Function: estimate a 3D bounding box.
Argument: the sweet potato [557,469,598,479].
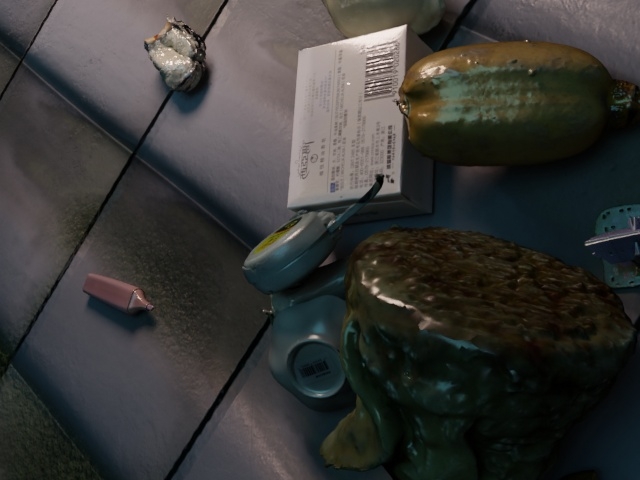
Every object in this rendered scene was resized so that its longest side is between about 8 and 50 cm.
[{"bbox_3d":[0.307,0.328,1.111,0.117,0.049,0.049,-36,58,33],"label":"sweet potato"}]

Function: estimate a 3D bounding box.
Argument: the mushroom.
[{"bbox_3d":[0.030,0.062,1.344,0.278,0.096,0.099,-30,63,20],"label":"mushroom"}]

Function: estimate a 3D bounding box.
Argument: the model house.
[{"bbox_3d":[0.418,-0.010,1.103,0.167,0.088,0.117,-11,71,32],"label":"model house"}]

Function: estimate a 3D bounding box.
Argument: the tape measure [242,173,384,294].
[{"bbox_3d":[0.001,0.000,1.245,0.164,0.084,0.330,-49,15,-28],"label":"tape measure"}]

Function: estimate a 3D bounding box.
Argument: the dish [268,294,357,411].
[{"bbox_3d":[0.001,0.179,1.289,0.191,0.066,0.190,4,105,14],"label":"dish"}]

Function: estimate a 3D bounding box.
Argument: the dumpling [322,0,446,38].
[{"bbox_3d":[0.087,-0.399,1.406,0.250,0.162,0.132,17,48,34],"label":"dumpling"}]

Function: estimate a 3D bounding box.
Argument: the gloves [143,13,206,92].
[{"bbox_3d":[-0.269,-0.356,1.685,0.114,0.070,0.153,-42,57,10],"label":"gloves"}]

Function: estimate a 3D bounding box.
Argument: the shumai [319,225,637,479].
[{"bbox_3d":[0.185,0.189,1.092,0.395,0.395,0.348,19,110,36],"label":"shumai"}]

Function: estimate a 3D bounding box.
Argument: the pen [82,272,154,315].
[{"bbox_3d":[-0.376,0.103,1.646,0.197,0.032,0.053,17,85,39],"label":"pen"}]

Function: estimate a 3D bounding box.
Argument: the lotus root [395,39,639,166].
[{"bbox_3d":[0.277,-0.187,1.205,0.343,0.151,0.169,-1,92,11],"label":"lotus root"}]

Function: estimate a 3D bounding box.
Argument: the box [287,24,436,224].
[{"bbox_3d":[0.067,-0.173,1.372,0.203,0.116,0.274,-7,72,32],"label":"box"}]
